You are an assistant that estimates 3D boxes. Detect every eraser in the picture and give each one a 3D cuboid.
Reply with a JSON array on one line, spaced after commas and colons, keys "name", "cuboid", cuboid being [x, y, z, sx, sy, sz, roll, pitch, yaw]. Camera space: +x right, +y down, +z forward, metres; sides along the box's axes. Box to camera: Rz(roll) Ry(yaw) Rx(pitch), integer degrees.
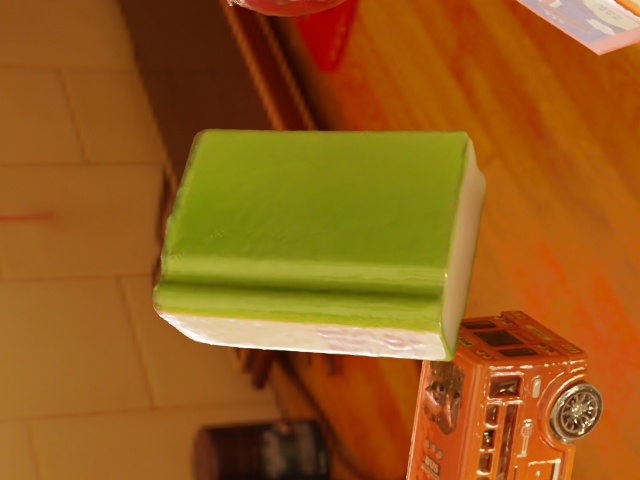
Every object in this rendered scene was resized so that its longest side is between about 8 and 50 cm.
[{"name": "eraser", "cuboid": [0.000, 0.000, 1.312, 0.092, 0.274, 0.210, 63, -147, -53]}]

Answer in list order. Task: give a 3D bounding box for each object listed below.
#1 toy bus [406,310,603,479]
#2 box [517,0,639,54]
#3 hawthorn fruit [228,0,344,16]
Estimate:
[{"name": "toy bus", "cuboid": [0.162, 0.244, 1.408, 0.143, 0.153, 0.329, -144, 56, -58]}, {"name": "box", "cuboid": [0.249, -0.413, 1.419, 0.318, 0.349, 0.257, -58, 4, 1]}, {"name": "hawthorn fruit", "cuboid": [-0.026, -0.304, 1.096, 0.369, 0.285, 0.284, 112, 148, -50]}]
